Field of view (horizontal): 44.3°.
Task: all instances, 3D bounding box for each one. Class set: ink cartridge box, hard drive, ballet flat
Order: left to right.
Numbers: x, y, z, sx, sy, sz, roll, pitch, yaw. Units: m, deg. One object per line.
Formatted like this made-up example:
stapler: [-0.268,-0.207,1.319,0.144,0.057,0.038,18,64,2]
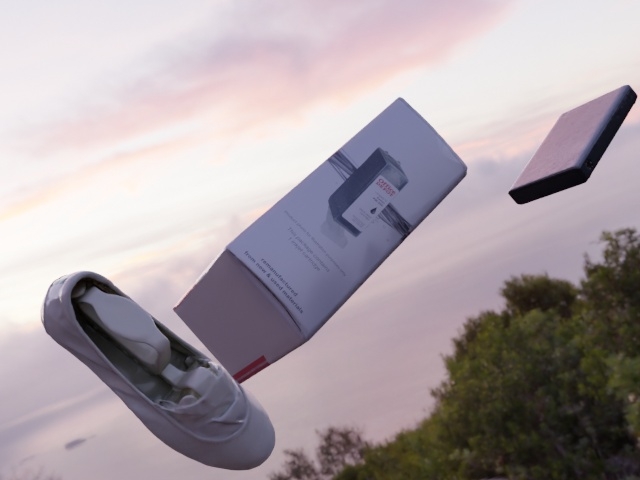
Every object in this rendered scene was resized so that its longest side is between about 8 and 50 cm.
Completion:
ballet flat: [-0.215,0.183,1.094,0.139,0.400,0.139,-49,7,8]
ink cartridge box: [0.000,0.000,0.648,0.218,0.092,0.158,-42,0,-32]
hard drive: [0.257,-0.097,0.800,0.135,0.022,0.094,-50,14,-30]
